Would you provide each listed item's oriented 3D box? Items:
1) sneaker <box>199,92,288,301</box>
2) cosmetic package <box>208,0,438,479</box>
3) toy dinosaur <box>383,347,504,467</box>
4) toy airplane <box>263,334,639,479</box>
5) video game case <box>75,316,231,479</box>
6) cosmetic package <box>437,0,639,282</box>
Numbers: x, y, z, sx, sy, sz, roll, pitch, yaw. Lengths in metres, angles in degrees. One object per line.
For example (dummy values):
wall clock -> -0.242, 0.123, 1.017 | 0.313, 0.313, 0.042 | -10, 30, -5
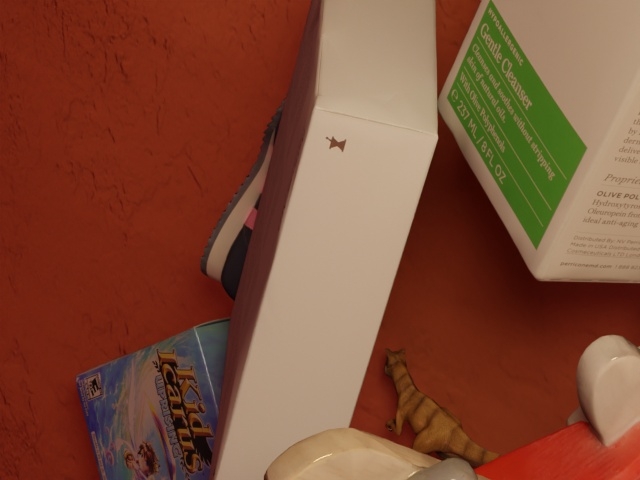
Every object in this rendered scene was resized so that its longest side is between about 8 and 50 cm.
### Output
sneaker -> 0.011, -0.047, 1.703 | 0.131, 0.112, 0.319 | 42, 133, 15
cosmetic package -> 0.000, 0.000, 1.511 | 0.284, 0.097, 0.377 | -82, 6, -58
toy dinosaur -> 0.104, 0.167, 1.651 | 0.211, 0.064, 0.112 | 37, 125, 40
toy airplane -> 0.136, 0.242, 1.321 | 0.384, 0.386, 0.272 | 101, 164, -51
video game case -> -0.133, 0.234, 1.966 | 0.244, 0.061, 0.269 | -24, 80, 50
cosmetic package -> 0.230, -0.168, 1.240 | 0.197, 0.155, 0.365 | -116, 37, -45
